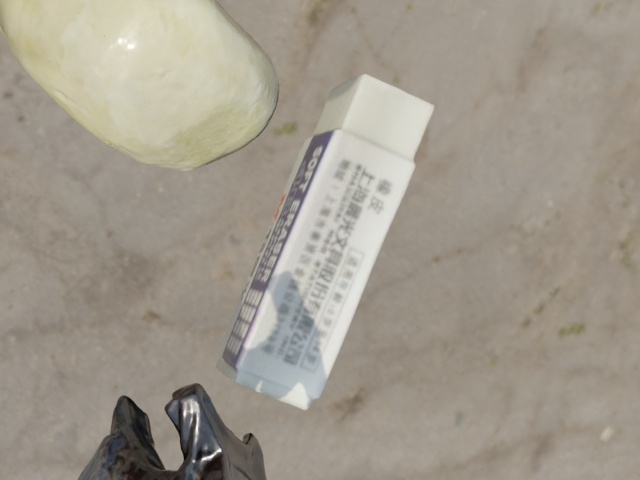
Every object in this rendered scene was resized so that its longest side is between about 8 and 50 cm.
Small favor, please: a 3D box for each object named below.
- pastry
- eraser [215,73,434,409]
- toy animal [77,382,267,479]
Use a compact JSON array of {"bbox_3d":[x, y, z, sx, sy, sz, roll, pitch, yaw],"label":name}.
[{"bbox_3d":[-0.093,-0.102,0.575,0.092,0.156,0.156,-42,139,8],"label":"pastry"},{"bbox_3d":[0.000,0.000,0.986,0.081,0.124,0.279,23,85,-11],"label":"eraser"},{"bbox_3d":[-0.137,0.167,0.675,0.210,0.117,0.121,-33,156,-2],"label":"toy animal"}]
